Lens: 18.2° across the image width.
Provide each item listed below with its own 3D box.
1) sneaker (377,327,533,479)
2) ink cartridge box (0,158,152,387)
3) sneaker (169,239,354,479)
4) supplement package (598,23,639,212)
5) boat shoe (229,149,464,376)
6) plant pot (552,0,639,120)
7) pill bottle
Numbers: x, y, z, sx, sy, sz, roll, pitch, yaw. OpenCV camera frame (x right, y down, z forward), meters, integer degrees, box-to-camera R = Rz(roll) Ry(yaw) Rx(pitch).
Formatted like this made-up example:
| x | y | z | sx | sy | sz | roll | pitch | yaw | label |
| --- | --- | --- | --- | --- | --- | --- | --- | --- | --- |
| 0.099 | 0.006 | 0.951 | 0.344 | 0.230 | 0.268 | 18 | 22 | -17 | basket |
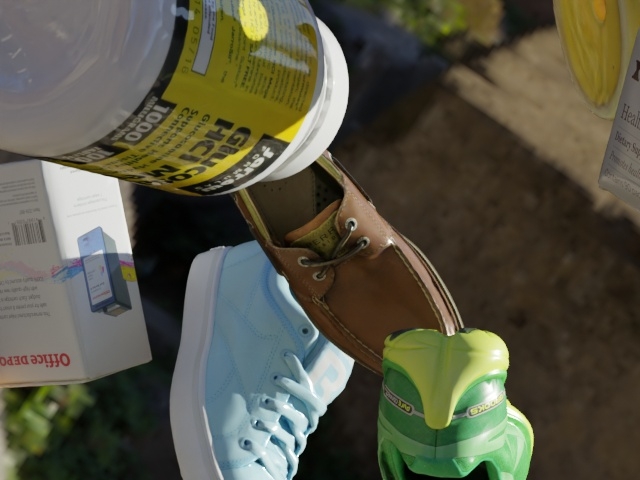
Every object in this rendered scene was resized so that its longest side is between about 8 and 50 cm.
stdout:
| x | y | z | sx | sy | sz | roll | pitch | yaw | label |
| --- | --- | --- | --- | --- | --- | --- | --- | --- | --- |
| 0.083 | 0.151 | 1.363 | 0.109 | 0.123 | 0.295 | 3 | -20 | 12 | sneaker |
| -0.259 | 0.027 | 1.904 | 0.154 | 0.212 | 0.093 | -7 | 5 | 44 | ink cartridge box |
| -0.043 | 0.130 | 1.807 | 0.135 | 0.150 | 0.366 | 54 | 25 | -45 | sneaker |
| 0.229 | -0.079 | 0.751 | 0.149 | 0.203 | 0.194 | 8 | 14 | -20 | supplement package |
| 0.000 | 0.000 | 1.645 | 0.307 | 0.111 | 0.104 | 48 | 4 | 6 | boat shoe |
| 0.304 | -0.187 | 1.442 | 0.239 | 0.254 | 0.254 | -10 | 29 | -9 | plant pot |
| -0.113 | -0.131 | 1.404 | 0.188 | 0.188 | 0.334 | 41 | 12 | 24 | pill bottle |
